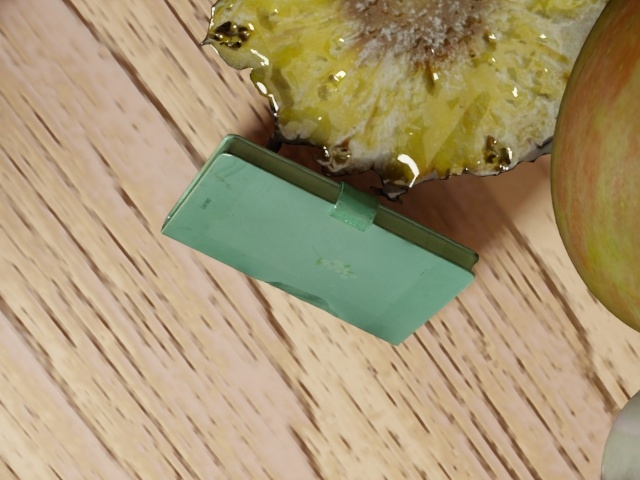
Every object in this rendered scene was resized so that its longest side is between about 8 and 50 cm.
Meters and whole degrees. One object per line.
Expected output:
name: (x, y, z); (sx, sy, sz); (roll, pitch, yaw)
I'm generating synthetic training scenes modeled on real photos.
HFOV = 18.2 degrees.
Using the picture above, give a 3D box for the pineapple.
pineapple: (0.040, -0.116, 0.907); (0.221, 0.047, 0.221); (1, 115, 2)

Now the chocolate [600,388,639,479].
chocolate: (0.205, 0.129, 0.978); (0.221, 0.221, 0.147); (-8, 90, 8)

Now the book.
book: (0.000, 0.000, 0.958); (0.135, 0.017, 0.103); (26, 149, -10)

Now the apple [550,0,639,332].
apple: (0.228, -0.050, 0.812); (0.256, 0.257, 0.234); (15, 102, -5)
